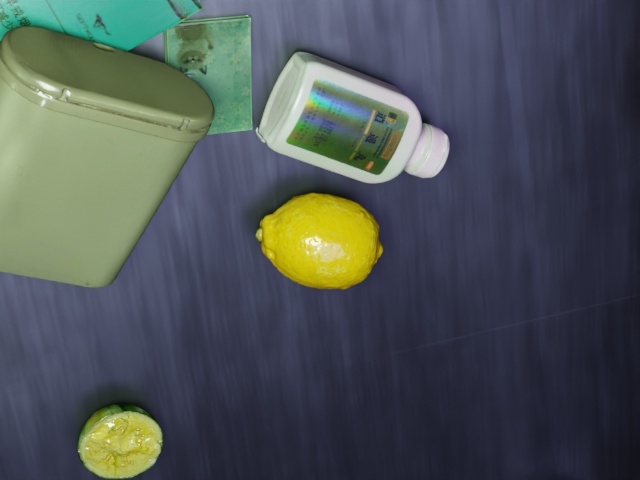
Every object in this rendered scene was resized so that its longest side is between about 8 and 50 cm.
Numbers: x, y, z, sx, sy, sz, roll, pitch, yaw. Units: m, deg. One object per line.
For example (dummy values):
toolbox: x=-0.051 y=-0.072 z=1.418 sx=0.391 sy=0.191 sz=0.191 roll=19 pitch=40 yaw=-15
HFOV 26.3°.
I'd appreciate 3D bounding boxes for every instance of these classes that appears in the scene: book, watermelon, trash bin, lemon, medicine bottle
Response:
book: x=-0.128 y=-0.183 z=1.547 sx=0.103 sy=0.017 sz=0.135 roll=-8 pitch=117 yaw=-17
watermelon: x=-0.249 y=0.240 z=1.690 sx=0.105 sy=0.062 sz=0.105 roll=-9 pitch=126 yaw=-13
trash bin: x=-0.270 y=-0.081 z=1.461 sx=0.243 sy=0.121 sz=0.247 roll=13 pitch=121 yaw=-35
lemon: x=0.000 y=0.000 z=1.630 sx=0.155 sy=0.114 sz=0.114 roll=11 pitch=112 yaw=-12
medicine bottle: x=0.046 y=-0.132 z=1.598 sx=0.219 sy=0.078 sz=0.115 roll=18 pitch=107 yaw=-26

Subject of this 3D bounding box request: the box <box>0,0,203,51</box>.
box: x=-0.258 y=-0.260 z=1.447 sx=0.226 sy=0.042 sz=0.161 roll=-30 pitch=122 yaw=-3
